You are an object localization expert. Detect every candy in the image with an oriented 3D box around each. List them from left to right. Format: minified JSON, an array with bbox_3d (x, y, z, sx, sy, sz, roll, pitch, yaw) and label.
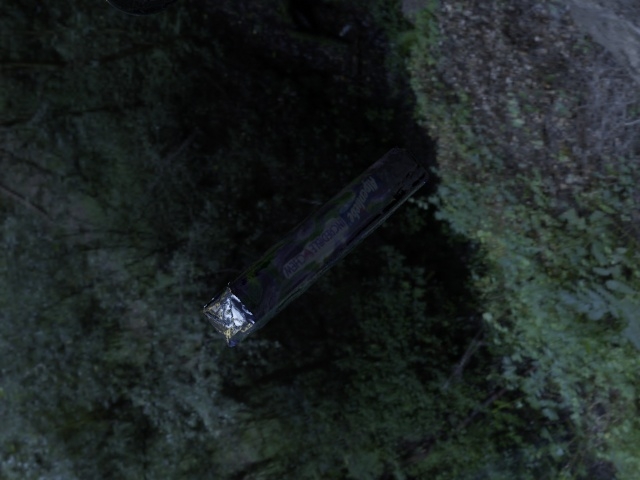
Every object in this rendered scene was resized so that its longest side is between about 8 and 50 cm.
[{"bbox_3d":[0.000,0.000,0.908,0.061,0.312,0.088,49,143,3],"label":"candy"}]

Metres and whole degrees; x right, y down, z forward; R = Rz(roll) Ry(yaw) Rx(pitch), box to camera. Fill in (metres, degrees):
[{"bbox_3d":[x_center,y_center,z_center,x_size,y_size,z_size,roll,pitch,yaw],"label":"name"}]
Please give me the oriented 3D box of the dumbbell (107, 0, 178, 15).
[{"bbox_3d":[-0.261,-0.399,1.089,0.325,0.143,0.143,49,127,38],"label":"dumbbell"}]
